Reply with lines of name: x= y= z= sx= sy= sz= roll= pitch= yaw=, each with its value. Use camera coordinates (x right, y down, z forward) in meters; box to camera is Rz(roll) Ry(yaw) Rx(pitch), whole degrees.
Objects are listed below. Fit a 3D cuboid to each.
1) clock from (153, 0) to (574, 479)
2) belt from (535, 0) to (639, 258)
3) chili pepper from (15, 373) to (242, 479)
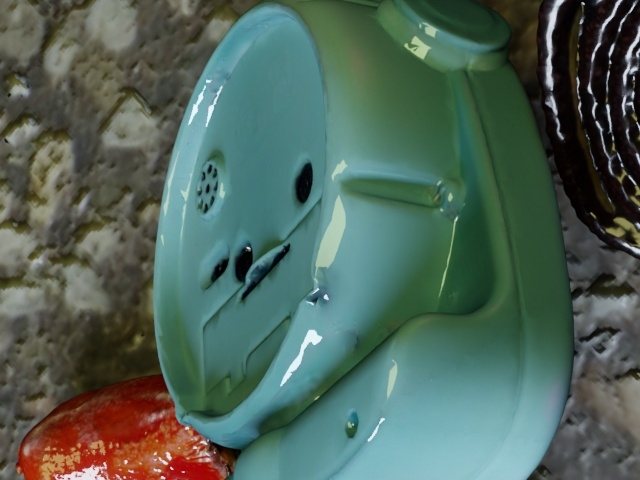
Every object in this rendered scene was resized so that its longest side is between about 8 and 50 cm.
clock: x=0.000 y=0.000 z=0.663 sx=0.223 sy=0.094 sz=0.274 roll=-47 pitch=42 yaw=48
belt: x=0.234 y=-0.069 z=0.575 sx=0.289 sy=0.164 sz=0.184 roll=11 pitch=121 yaw=25
chili pepper: x=-0.091 y=0.104 z=0.777 sx=0.123 sy=0.073 sz=0.070 roll=-13 pitch=68 yaw=22
